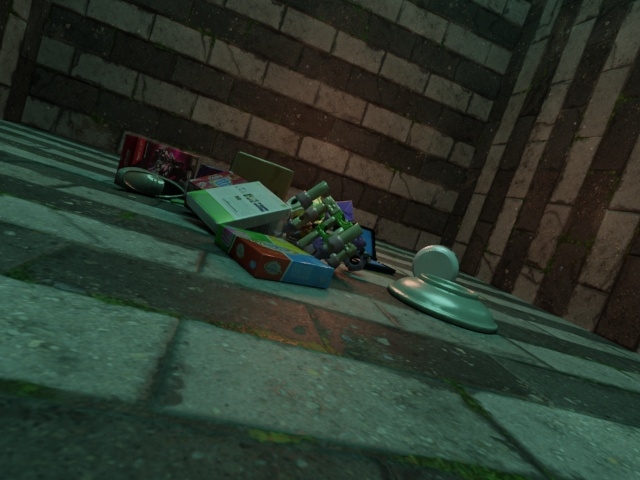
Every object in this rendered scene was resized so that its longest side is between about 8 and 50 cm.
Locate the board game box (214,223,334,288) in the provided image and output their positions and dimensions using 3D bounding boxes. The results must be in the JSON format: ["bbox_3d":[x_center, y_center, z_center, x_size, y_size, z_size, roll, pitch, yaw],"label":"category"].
[{"bbox_3d":[-0.145,0.044,1.190,0.243,0.064,0.317,14,8,-37],"label":"board game box"}]

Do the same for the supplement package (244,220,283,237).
[{"bbox_3d":[-0.259,-0.105,1.752,0.203,0.149,0.194,19,6,4],"label":"supplement package"}]

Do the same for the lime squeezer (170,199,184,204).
[{"bbox_3d":[-0.506,-0.141,1.774,0.311,0.058,0.110,16,7,-16],"label":"lime squeezer"}]

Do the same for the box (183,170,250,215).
[{"bbox_3d":[-0.436,-0.197,1.702,0.123,0.128,0.257,33,30,16],"label":"box"}]

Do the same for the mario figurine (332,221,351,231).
[{"bbox_3d":[0.202,-0.061,2.646,0.198,0.170,0.320,34,7,-14],"label":"mario figurine"}]

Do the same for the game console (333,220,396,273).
[{"bbox_3d":[0.212,0.027,1.918,0.293,0.173,0.250,14,8,-38],"label":"game console"}]

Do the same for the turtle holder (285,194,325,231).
[{"bbox_3d":[-0.087,-0.134,2.371,0.228,0.243,0.320,-1,55,-26],"label":"turtle holder"}]

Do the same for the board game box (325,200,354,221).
[{"bbox_3d":[0.046,-0.183,2.757,0.232,0.140,0.291,-8,3,-34],"label":"board game box"}]

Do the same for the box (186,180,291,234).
[{"bbox_3d":[-0.308,-0.132,1.526,0.322,0.058,0.232,-15,44,-40],"label":"box"}]

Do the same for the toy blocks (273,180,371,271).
[{"bbox_3d":[0.000,0.000,1.511,0.288,0.260,0.309,54,-3,26],"label":"toy blocks"}]

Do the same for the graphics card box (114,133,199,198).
[{"bbox_3d":[-0.764,-0.338,1.904,0.094,0.232,0.371,18,4,26],"label":"graphics card box"}]

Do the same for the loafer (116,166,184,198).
[{"bbox_3d":[-0.735,-0.248,1.757,0.112,0.111,0.320,13,2,26],"label":"loafer"}]

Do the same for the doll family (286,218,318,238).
[{"bbox_3d":[-0.079,-0.031,1.923,0.163,0.118,0.263,5,-2,-8],"label":"doll family"}]

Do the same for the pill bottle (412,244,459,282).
[{"bbox_3d":[0.545,0.124,1.896,0.211,0.210,0.363,21,6,18],"label":"pill bottle"}]

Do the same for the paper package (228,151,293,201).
[{"bbox_3d":[-0.331,-0.250,2.019,0.310,0.324,0.168,18,7,-17],"label":"paper package"}]

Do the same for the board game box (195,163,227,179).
[{"bbox_3d":[-0.544,-0.265,2.046,0.056,0.208,0.347,20,7,11],"label":"board game box"}]

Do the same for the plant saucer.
[{"bbox_3d":[0.446,0.201,1.442,0.401,0.100,0.400,19,6,-2],"label":"plant saucer"}]
